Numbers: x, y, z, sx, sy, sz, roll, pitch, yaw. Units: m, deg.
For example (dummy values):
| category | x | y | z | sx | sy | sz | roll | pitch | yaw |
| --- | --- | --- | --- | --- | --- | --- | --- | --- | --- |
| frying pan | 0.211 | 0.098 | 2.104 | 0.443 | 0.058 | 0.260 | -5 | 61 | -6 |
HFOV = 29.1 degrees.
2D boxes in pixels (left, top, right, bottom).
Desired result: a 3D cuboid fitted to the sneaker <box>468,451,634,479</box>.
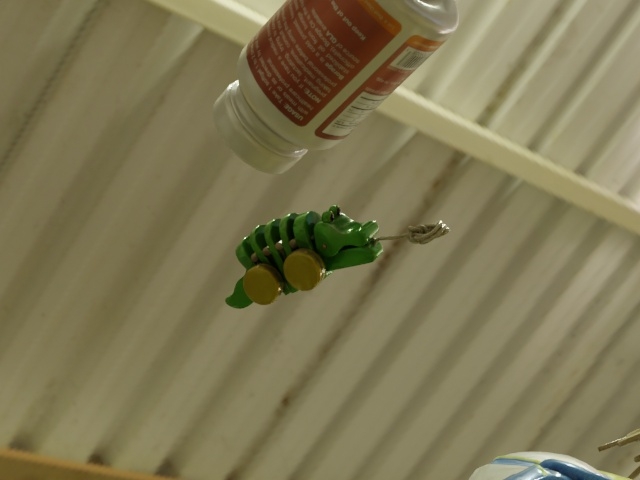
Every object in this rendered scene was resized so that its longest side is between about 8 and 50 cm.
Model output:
| category | x | y | z | sx | sy | sz | roll | pitch | yaw |
| --- | --- | --- | --- | --- | --- | --- | --- | --- | --- |
| sneaker | 0.090 | 0.109 | 0.437 | 0.091 | 0.240 | 0.126 | -34 | -70 | -4 |

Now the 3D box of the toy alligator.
| category | x | y | z | sx | sy | sz | roll | pitch | yaw |
| --- | --- | --- | --- | --- | --- | --- | --- | --- | --- |
| toy alligator | 0.000 | 0.000 | 0.852 | 0.189 | 0.051 | 0.056 | -21 | 10 | 34 |

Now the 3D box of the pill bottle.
| category | x | y | z | sx | sy | sz | roll | pitch | yaw |
| --- | --- | --- | --- | --- | --- | --- | --- | --- | --- |
| pill bottle | 0.006 | -0.157 | 1.062 | 0.121 | 0.121 | 0.216 | 15 | -45 | -42 |

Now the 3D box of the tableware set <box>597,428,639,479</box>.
| category | x | y | z | sx | sy | sz | roll | pitch | yaw |
| --- | --- | --- | --- | --- | --- | --- | --- | --- | --- |
| tableware set | 0.336 | 0.147 | 1.001 | 0.194 | 0.039 | 0.128 | -17 | -16 | -12 |
